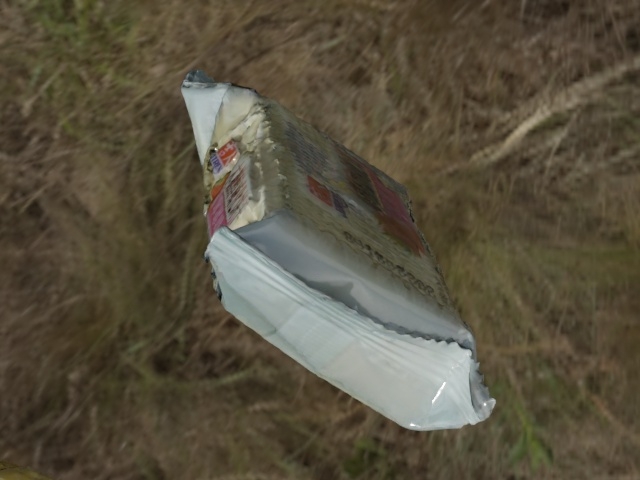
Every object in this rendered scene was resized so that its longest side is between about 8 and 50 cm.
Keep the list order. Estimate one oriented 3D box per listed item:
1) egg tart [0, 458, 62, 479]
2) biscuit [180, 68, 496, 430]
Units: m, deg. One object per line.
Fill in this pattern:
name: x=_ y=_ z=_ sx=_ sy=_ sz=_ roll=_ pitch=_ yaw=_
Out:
egg tart: x=-0.384 y=0.266 z=1.440 sx=0.341 sy=0.341 sz=0.132 roll=-37 pitch=64 yaw=17
biscuit: x=-0.004 y=-0.003 z=0.924 sx=0.186 sy=0.309 sz=0.079 roll=36 pitch=105 yaw=-17
